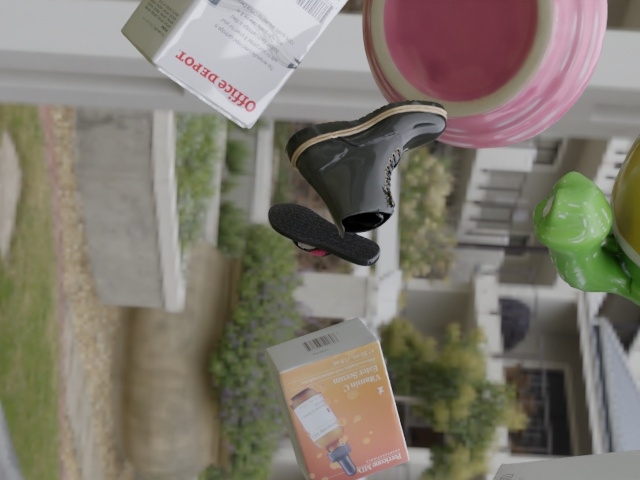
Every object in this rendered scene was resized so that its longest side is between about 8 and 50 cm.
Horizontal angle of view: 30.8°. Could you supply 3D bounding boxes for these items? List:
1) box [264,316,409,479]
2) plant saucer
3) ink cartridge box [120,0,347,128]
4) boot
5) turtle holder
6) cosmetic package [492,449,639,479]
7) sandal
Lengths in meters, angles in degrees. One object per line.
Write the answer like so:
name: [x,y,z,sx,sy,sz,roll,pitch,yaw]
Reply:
box: [0.020,0.202,1.434,0.091,0.130,0.170,-135,-153,-70]
plant saucer: [0.190,-0.281,1.469,0.084,0.332,0.332,-14,111,-59]
ink cartridge box: [-0.085,-0.273,1.324,0.237,0.172,0.100,-52,-135,6]
boot: [0.076,-0.076,1.313,0.077,0.198,0.137,96,-29,-54]
turtle holder: [0.381,-0.043,1.125,0.227,0.320,0.243,82,24,-50]
cosmetic package: [0.348,0.287,1.110,0.197,0.365,0.155,-11,92,-74]
sandal: [0.000,0.000,1.668,0.067,0.179,0.040,-51,159,-42]
